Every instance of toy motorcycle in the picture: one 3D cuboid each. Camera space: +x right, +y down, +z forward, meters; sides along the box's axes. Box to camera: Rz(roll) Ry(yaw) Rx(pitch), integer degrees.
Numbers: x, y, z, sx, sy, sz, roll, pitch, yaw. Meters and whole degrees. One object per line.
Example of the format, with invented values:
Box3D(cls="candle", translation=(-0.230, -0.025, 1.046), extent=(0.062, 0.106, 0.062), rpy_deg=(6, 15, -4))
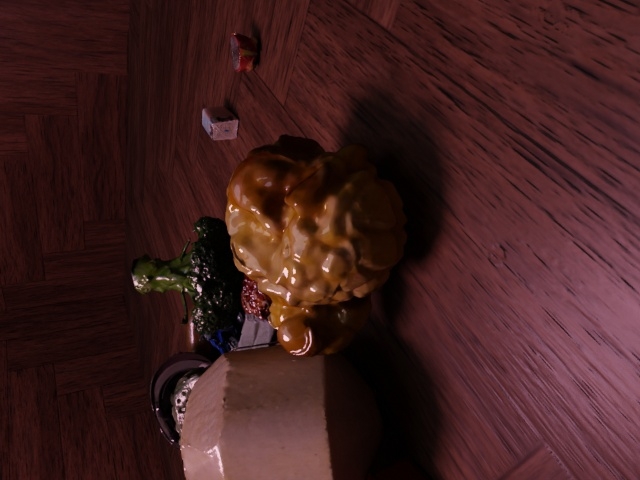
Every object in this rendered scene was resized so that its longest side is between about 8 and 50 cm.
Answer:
Box3D(cls="toy motorcycle", translation=(-0.281, 0.269, 1.323), extent=(0.315, 0.113, 0.168), rpy_deg=(46, 145, 35))

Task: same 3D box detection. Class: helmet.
Box3D(cls="helmet", translation=(-0.411, 0.506, 1.480), extent=(0.305, 0.225, 0.177), rpy_deg=(69, 160, 10))

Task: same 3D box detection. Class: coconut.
Box3D(cls="coconut", translation=(-0.047, 0.302, 0.735), extent=(0.323, 0.323, 0.322), rpy_deg=(18, 111, 58))

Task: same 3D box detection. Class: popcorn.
Box3D(cls="popcorn", translation=(0.000, 0.000, 0.677), extent=(0.265, 0.225, 0.332), rpy_deg=(-11, 84, 35))

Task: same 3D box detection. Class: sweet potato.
Box3D(cls="sweet potato", translation=(-0.401, 0.294, 1.544), extent=(0.112, 0.085, 0.285), rpy_deg=(-18, -74, -75))

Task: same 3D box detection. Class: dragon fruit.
Box3D(cls="dragon fruit", translation=(-0.166, -0.421, 1.038), extent=(0.060, 0.056, 0.083), rpy_deg=(27, 122, 58))

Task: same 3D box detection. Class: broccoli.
Box3D(cls="broccoli", translation=(-0.303, 0.097, 1.159), extent=(0.297, 0.297, 0.297), rpy_deg=(-7, -90, -88))

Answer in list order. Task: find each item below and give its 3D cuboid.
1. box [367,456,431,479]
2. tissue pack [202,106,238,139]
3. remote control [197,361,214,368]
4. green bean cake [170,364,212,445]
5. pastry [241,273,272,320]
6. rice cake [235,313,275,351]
Box3D(cls="box", translation=(0.173, 0.470, 0.597), extent=(0.313, 0.089, 0.197), rpy_deg=(28, 118, 54))
Box3D(cls="tissue pack", translation=(-0.263, -0.306, 1.212), extent=(0.094, 0.074, 0.058), rpy_deg=(51, 144, 41))
Box3D(cls="remote control", translation=(-0.254, 0.489, 1.278), extent=(0.221, 0.103, 0.332), rpy_deg=(-22, 90, 60))
Box3D(cls="green bean cake", translation=(-0.240, 0.414, 1.117), extent=(0.223, 0.125, 0.227), rpy_deg=(-9, 91, 17))
Box3D(cls="pastry", translation=(-0.119, 0.072, 1.019), extent=(0.115, 0.097, 0.208), rpy_deg=(36, 124, 40))
Box3D(cls="rice cake", translation=(-0.162, 0.256, 1.134), extent=(0.040, 0.085, 0.226), rpy_deg=(-77, 4, -56))
